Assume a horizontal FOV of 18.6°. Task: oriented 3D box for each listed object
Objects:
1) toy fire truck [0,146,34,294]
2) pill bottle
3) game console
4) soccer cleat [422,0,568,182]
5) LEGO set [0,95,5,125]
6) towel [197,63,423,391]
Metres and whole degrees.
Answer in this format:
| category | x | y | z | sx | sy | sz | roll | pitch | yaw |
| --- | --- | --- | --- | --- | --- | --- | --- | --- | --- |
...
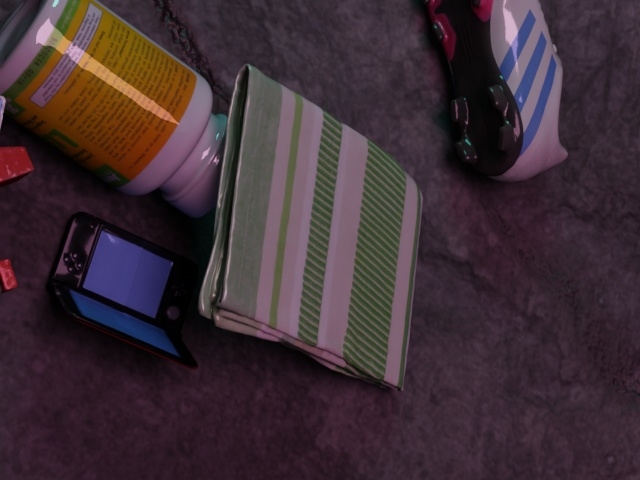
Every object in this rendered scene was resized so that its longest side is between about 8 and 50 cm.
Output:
| category | x | y | z | sx | sy | sz | roll | pitch | yaw |
| --- | --- | --- | --- | --- | --- | --- | --- | --- | --- |
| toy fire truck | -0.341 | -0.001 | 1.777 | 0.192 | 0.047 | 0.135 | -19 | 89 | -31 |
| pill bottle | -0.189 | -0.128 | 1.841 | 0.246 | 0.136 | 0.136 | 35 | 65 | -21 |
| game console | -0.175 | 0.046 | 1.845 | 0.144 | 0.085 | 0.124 | 26 | 68 | -25 |
| soccer cleat | 0.194 | -0.225 | 2.121 | 0.143 | 0.116 | 0.331 | -1 | 83 | -47 |
| LEGO set | -0.380 | -0.082 | 1.742 | 0.182 | 0.060 | 0.244 | 11 | 82 | -9 |
| towel | 0.000 | 0.000 | 1.915 | 0.325 | 0.038 | 0.248 | 27 | 66 | -51 |
